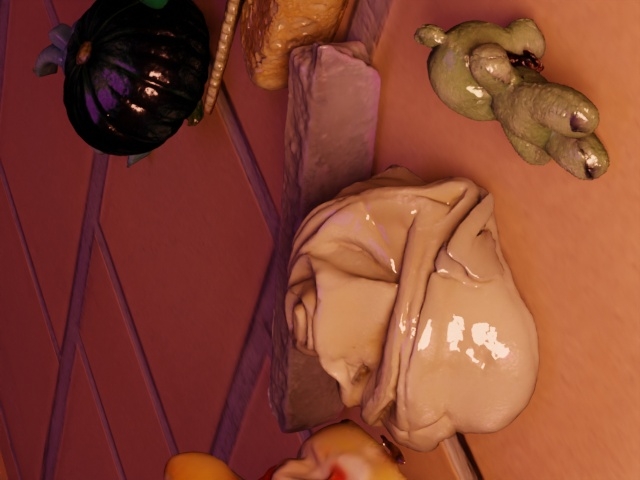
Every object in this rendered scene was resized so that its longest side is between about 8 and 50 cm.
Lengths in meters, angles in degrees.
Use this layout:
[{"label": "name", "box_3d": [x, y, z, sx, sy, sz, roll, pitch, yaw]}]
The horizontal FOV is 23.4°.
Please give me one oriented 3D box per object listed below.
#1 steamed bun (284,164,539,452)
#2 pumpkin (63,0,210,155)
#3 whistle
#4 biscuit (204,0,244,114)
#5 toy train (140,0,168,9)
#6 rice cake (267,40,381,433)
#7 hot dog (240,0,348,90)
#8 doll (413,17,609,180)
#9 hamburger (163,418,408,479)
[{"label": "steamed bun", "box_3d": [0.048, 0.049, 1.136, 0.211, 0.144, 0.218, 140, 117, -64]}, {"label": "pumpkin", "box_3d": [-0.195, -0.182, 1.629, 0.194, 0.150, 0.194, 22, 117, 52]}, {"label": "whistle", "box_3d": [-0.261, -0.196, 1.866, 0.186, 0.093, 0.274, 44, 149, 14]}, {"label": "biscuit", "box_3d": [-0.073, -0.229, 1.397, 0.231, 0.016, 0.139, 111, 172, -59]}, {"label": "toy train", "box_3d": [-0.154, -0.377, 1.368, 0.249, 0.178, 0.429, -48, 32, 26]}, {"label": "rice cake", "box_3d": [-0.001, 0.000, 1.337, 0.064, 0.070, 0.399, -127, 35, -50]}, {"label": "hot dog", "box_3d": [-0.014, -0.219, 1.275, 0.242, 0.073, 0.084, 110, 148, -55]}, {"label": "doll", "box_3d": [0.133, -0.095, 0.992, 0.150, 0.077, 0.115, 43, 176, 41]}, {"label": "hamburger", "box_3d": [-0.004, 0.274, 1.223, 0.302, 0.186, 0.261, 60, 165, 26]}]
